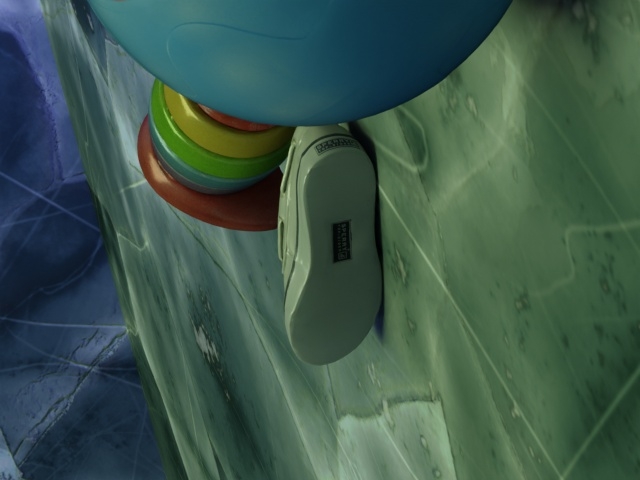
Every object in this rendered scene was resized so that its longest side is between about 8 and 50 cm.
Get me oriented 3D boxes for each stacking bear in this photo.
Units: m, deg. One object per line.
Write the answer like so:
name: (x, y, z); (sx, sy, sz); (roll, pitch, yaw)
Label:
stacking bear: (-0.076, -0.144, 1.507); (0.289, 0.164, 0.175); (125, 143, -62)

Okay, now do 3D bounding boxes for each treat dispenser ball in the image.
treat dispenser ball: (-0.012, -0.211, 0.920); (0.288, 0.288, 0.288); (163, 90, -76)

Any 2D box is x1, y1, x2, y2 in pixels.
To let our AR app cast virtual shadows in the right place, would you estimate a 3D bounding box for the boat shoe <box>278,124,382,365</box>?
boat shoe: (0.000, 0.000, 1.509); (0.088, 0.096, 0.267); (-117, 18, -49)
